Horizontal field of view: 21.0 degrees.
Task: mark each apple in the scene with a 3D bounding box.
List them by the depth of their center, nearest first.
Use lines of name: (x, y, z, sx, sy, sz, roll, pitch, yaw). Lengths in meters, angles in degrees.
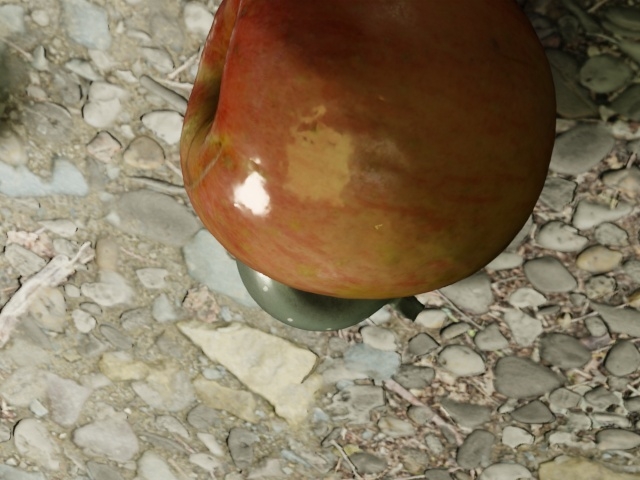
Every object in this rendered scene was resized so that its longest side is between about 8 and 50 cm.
apple: (0.048, -0.116, 1.613, 0.363, 0.364, 0.364, 10, 133, 11)

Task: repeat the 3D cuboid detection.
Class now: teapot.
teapot: (0.000, 0.000, 1.858, 0.294, 0.129, 0.193, 37, 91, -27)
